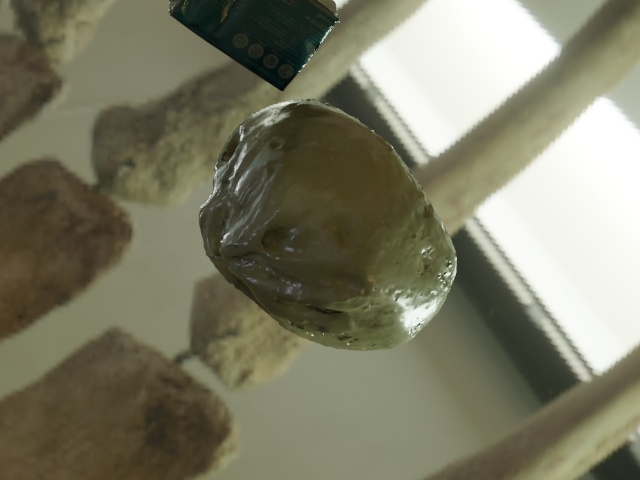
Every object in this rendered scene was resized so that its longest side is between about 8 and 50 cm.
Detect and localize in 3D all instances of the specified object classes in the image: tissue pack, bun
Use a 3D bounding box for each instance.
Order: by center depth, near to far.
[{"bbox_3d":[-0.077,-0.269,1.871,0.169,0.120,0.082,33,-162,-22],"label":"tissue pack"},{"bbox_3d":[0.000,0.000,1.912,0.326,0.362,0.234,45,-104,-8],"label":"bun"}]
